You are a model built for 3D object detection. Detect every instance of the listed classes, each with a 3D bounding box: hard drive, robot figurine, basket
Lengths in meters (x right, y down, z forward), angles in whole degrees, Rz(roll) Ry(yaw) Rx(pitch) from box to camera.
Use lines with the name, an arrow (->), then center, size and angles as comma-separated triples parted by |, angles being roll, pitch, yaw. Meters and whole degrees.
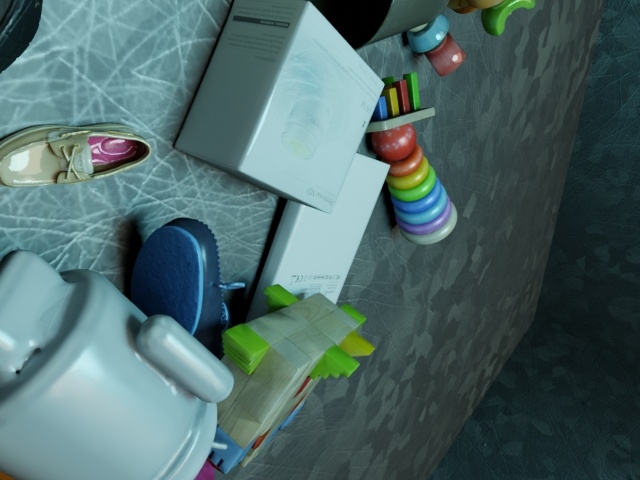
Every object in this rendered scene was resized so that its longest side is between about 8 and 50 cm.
hard drive -> 0.000, 0.000, 0.973 | 0.233, 0.047, 0.353 | 5, 109, -55
robot figurine -> -0.249, 0.172, 0.568 | 0.199, 0.300, 0.353 | -88, 154, -50
basket -> 0.107, -0.407, 0.815 | 0.227, 0.154, 0.204 | -27, 130, -49

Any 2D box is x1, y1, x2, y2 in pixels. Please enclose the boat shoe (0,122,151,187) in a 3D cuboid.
boat shoe -> -0.263, -0.093, 0.558 | 0.170, 0.059, 0.063 | -29, 131, -43

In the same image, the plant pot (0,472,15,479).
plant pot -> -0.338, 0.389, 0.635 | 0.205, 0.205, 0.188 | 3, 122, -55

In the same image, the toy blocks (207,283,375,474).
toy blocks -> -0.082, 0.234, 0.828 | 0.260, 0.191, 0.381 | -57, 165, 14

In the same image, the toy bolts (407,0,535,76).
toy bolts -> 0.252, -0.468, 1.000 | 0.228, 0.218, 0.158 | -41, 137, 19

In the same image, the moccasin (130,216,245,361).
moccasin -> -0.192, 0.105, 0.737 | 0.117, 0.138, 0.342 | -34, 150, -49

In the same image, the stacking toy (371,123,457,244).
stacking toy -> 0.192, -0.132, 1.124 | 0.141, 0.141, 0.330 | -56, 139, -17

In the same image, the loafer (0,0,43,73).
loafer -> -0.286, -0.222, 0.465 | 0.061, 0.062, 0.170 | 31, 90, -18

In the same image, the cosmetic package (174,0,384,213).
cosmetic package -> -0.047, -0.182, 0.738 | 0.224, 0.138, 0.224 | 21, 93, -56

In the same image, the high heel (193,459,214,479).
high heel -> -0.193, 0.442, 0.953 | 0.117, 0.082, 0.244 | -46, 129, -14

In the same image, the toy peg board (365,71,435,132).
toy peg board -> 0.084, -0.234, 0.886 | 0.161, 0.161, 0.079 | -26, 111, -44
